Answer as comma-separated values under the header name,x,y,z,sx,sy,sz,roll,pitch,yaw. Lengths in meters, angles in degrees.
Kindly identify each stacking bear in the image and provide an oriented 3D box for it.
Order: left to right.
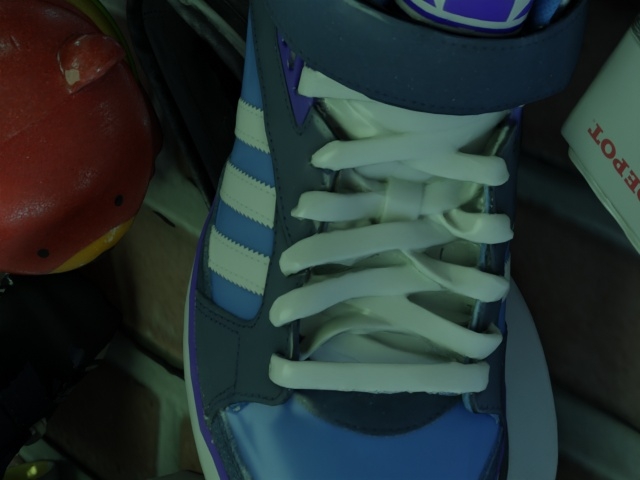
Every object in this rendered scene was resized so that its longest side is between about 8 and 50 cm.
name,x,y,z,sx,sy,sz,roll,pitch,yaw
stacking bear,-0.150,-0.054,0.899,0.164,0.175,0.289,62,170,-13

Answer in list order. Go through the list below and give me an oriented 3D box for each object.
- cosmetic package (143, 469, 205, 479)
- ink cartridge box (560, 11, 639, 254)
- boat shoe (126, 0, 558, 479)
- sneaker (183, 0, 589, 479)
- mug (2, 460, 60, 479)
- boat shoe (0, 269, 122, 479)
name,x,y,z,sx,sy,sz,roll,pitch,yaw
cosmetic package,-0.068,0.201,0.872,0.377,0.284,0.097,7,104,51
ink cartridge box,0.166,-0.052,0.685,0.109,0.063,0.150,58,139,26
boat shoe,0.000,0.000,0.880,0.108,0.102,0.301,-45,64,48
sneaker,0.026,-0.033,0.717,0.236,0.130,0.322,114,160,-68
mug,-0.180,0.173,1.210,0.062,0.078,0.064,-13,99,21
boat shoe,-0.266,0.098,1.179,0.127,0.158,0.340,44,147,-20
